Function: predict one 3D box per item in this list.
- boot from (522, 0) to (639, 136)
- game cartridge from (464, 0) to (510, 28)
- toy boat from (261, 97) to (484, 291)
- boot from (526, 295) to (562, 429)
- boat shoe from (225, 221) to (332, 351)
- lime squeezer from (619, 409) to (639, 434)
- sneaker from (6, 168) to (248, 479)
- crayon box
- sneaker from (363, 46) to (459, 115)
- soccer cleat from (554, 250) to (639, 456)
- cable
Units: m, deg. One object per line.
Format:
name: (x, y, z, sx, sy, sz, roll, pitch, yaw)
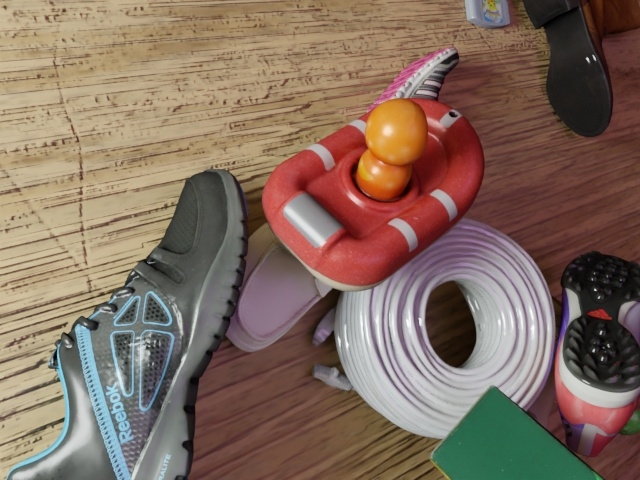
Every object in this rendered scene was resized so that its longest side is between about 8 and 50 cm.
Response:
boot: (0.445, -0.323, 1.096, 0.280, 0.096, 0.264, -30, 93, -41)
game cartridge: (0.242, -0.334, 0.980, 0.083, 0.017, 0.056, -7, 91, -35)
toy boat: (0.062, -0.070, 0.637, 0.231, 0.151, 0.151, -35, 69, -32)
boot: (0.304, 0.188, 0.905, 0.262, 0.095, 0.203, 26, 69, -26)
boat shoe: (0.000, 0.000, 0.721, 0.098, 0.096, 0.277, 48, 60, -19)
lime squeezer: (0.455, 0.220, 1.031, 0.110, 0.059, 0.310, -47, 109, -29)
sneaker: (-0.154, 0.076, 0.591, 0.140, 0.125, 0.340, 17, 65, -11)
crayon box: (0.309, 0.330, 0.682, 0.106, 0.313, 0.363, -49, 137, -2)
sneaker: (0.125, -0.174, 0.852, 0.170, 0.063, 0.075, -48, 110, -24)
soccer cleat: (0.335, 0.119, 0.824, 0.318, 0.109, 0.116, -50, 148, -55)
cable: (0.144, 0.093, 0.771, 0.257, 0.089, 0.257, 32, 70, -11)
